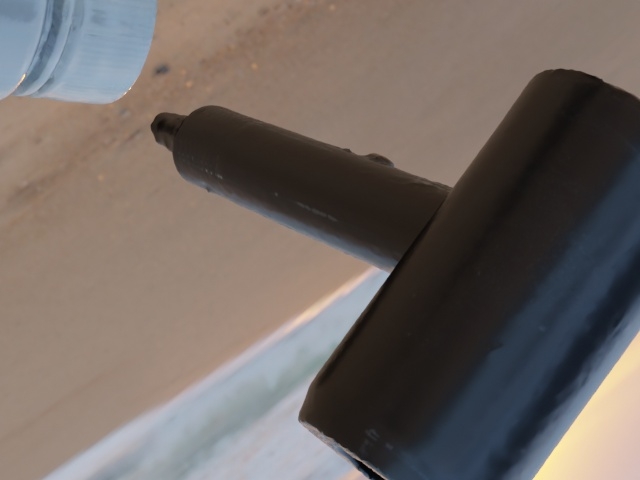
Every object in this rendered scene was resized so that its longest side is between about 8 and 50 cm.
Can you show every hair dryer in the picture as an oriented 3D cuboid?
[{"bbox_3d":[0.000,0.000,0.449,0.128,0.255,0.070,-54,128,-12],"label":"hair dryer"}]

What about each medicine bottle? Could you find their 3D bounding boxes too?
[{"bbox_3d":[-0.237,-0.158,0.815,0.252,0.144,0.144,4,142,-35],"label":"medicine bottle"}]
